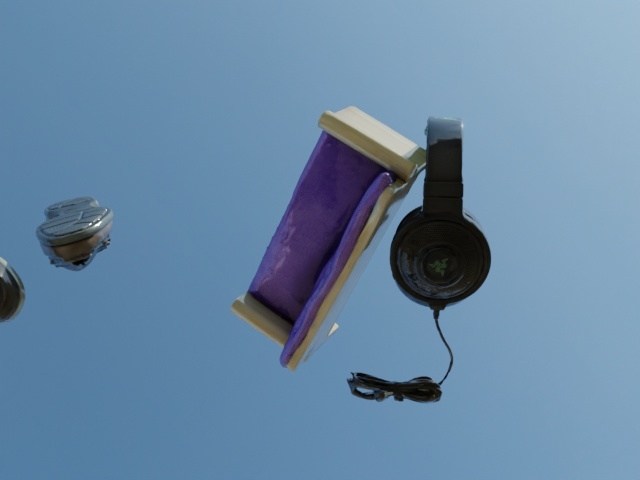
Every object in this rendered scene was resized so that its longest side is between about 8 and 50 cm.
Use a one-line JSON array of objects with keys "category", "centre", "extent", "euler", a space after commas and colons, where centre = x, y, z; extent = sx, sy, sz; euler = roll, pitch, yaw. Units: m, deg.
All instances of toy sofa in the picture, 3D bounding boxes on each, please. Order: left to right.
[{"category": "toy sofa", "centre": [0.000, 0.000, 1.147], "extent": [0.150, 0.177, 0.363], "euler": [34, -61, 12]}]

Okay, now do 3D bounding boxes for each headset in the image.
[{"category": "headset", "centre": [0.135, 0.025, 1.100], "extent": [0.185, 0.243, 0.394], "euler": [2, -96, 7]}]

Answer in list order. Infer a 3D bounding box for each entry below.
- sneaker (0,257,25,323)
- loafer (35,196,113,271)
[{"category": "sneaker", "centre": [-0.446, 0.028, 0.887], "extent": [0.222, 0.118, 0.083], "euler": [27, -91, 11]}, {"category": "loafer", "centre": [-0.315, 0.000, 1.048], "extent": [0.096, 0.267, 0.084], "euler": [-15, -75, -14]}]
